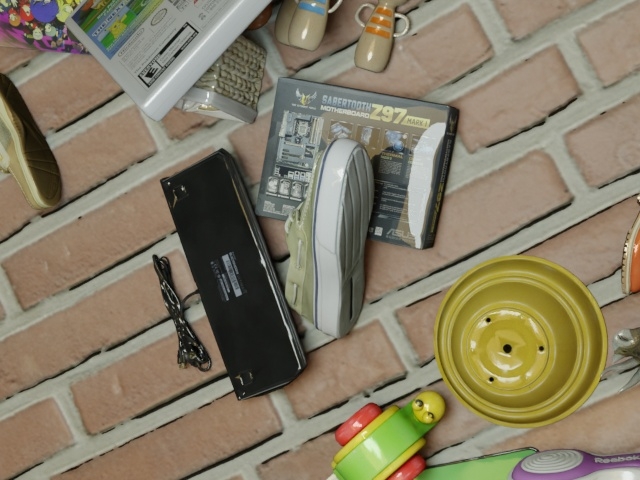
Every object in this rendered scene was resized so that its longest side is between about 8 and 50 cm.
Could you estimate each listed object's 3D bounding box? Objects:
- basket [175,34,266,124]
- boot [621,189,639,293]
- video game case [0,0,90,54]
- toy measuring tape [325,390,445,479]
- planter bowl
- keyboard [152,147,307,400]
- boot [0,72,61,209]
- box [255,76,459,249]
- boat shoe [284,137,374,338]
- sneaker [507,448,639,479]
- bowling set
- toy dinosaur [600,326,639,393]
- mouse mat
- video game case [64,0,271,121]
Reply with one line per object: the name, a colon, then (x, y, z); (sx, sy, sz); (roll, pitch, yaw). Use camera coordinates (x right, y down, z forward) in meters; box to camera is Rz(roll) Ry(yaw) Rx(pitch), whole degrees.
basket: (-0.148, -0.218, 1.628); (0.113, 0.167, 0.103); (14, 89, 17)
boot: (0.404, -0.005, 1.510); (0.085, 0.059, 0.157); (18, 96, 12)
video game case: (-0.343, -0.353, 1.687); (0.232, 0.042, 0.210); (7, 115, 3)
toy measuring tape: (0.030, 0.304, 1.610); (0.330, 0.121, 0.121); (-44, 79, 14)
planter bowl: (0.234, 0.127, 1.550); (0.217, 0.090, 0.217); (0, 91, 18)
keyboard: (-0.138, 0.057, 1.682); (0.202, 0.033, 0.317); (-24, 82, 32)
boot: (-0.465, -0.107, 1.779); (0.165, 0.077, 0.213); (-31, 77, 16)
box: (0.044, -0.100, 1.621); (0.233, 0.059, 0.183); (11, 96, 18)
boat shoe: (0.000, 0.000, 1.551); (0.094, 0.109, 0.302); (20, 134, 18)
sneaker: (0.381, 0.322, 1.514); (0.305, 0.114, 0.152); (-3, 107, 20)
bowling set: (-0.032, -0.318, 1.567); (0.287, 0.200, 0.154); (18, 96, 9)
toy dinosaur: (0.497, 0.119, 1.468); (0.314, 0.121, 0.160); (14, 108, 13)
mouse mat: (0.202, 0.349, 1.611); (0.190, 0.007, 0.152); (-14, 88, 19)
video game case: (-0.144, -0.323, 1.528); (0.329, 0.036, 0.300); (-47, 40, 2)
